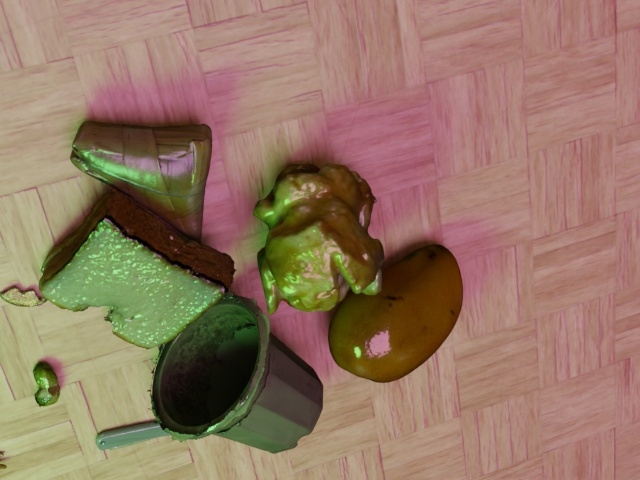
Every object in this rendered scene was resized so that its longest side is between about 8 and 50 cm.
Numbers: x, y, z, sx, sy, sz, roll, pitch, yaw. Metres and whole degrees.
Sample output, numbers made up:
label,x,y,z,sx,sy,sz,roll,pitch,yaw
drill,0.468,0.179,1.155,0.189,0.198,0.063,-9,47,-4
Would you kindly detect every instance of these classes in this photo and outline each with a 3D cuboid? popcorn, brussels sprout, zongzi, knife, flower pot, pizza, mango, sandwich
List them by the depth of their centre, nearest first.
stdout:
label,x,y,z,sx,sy,sz,roll,pitch,yaw
zongzi,-0.305,-0.090,1.550,0.228,0.115,0.256,2,134,-9
sandwich,-0.324,0.065,1.572,0.273,0.095,0.249,33,122,-30
popcorn,-0.005,-0.004,1.601,0.225,0.276,0.276,-8,117,-17
pizza,-0.525,0.100,1.601,0.083,0.016,0.037,9,113,-19
brussels sprout,-0.506,0.268,1.671,0.051,0.046,0.083,10,118,21
flower pot,-0.140,0.276,1.694,0.290,0.290,0.259,-44,133,5
mango,0.157,0.146,1.781,0.317,0.173,0.211,-42,116,-10
knife,-0.363,0.386,1.794,0.162,0.023,0.044,-9,116,-15

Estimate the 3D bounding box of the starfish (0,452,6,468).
label,x,y,z,sx,sy,sz,roll,pitch,yaw
starfish,-0.675,0.434,1.697,0.133,0.041,0.130,-46,119,6
